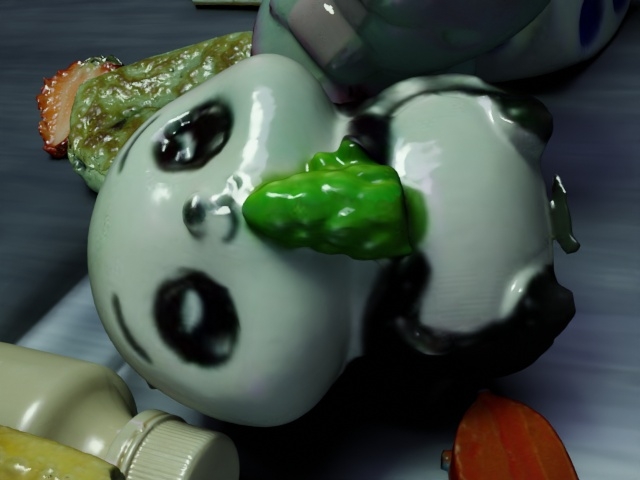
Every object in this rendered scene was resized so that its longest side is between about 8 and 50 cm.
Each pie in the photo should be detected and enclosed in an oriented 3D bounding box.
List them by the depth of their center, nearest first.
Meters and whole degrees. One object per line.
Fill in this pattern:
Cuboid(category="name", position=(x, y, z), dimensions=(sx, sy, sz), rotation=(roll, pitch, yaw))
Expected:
Cuboid(category="pie", position=(-0.150, -0.134, 0.807), dimensions=(0.241, 0.054, 0.240), rotation=(-8, 51, 10))

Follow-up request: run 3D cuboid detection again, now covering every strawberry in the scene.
Cuboid(category="strawberry", position=(-0.272, -0.152, 0.900), dimensions=(0.104, 0.048, 0.152), rotation=(8, 60, 16))

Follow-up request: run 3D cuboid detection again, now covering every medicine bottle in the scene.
Cuboid(category="medicine bottle", position=(-0.172, 0.126, 0.485), dimensions=(0.252, 0.114, 0.114), rotation=(6, 44, 24))

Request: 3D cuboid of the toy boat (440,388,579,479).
Cuboid(category="toy boat", position=(0.106, 0.145, 0.419), dimensions=(0.069, 0.058, 0.173), rotation=(-13, 33, 2))

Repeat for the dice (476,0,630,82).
Cuboid(category="dice", position=(0.170, -0.321, 0.790), dimensions=(0.251, 0.259, 0.243), rotation=(21, 53, 35))

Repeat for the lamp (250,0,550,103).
Cuboid(category="lamp", position=(0.073, -0.156, 0.628), dimensions=(0.247, 0.301, 0.247), rotation=(45, 60, 0))

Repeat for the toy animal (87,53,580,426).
Cuboid(category="toy animal", position=(0.002, -0.001, 0.466), dimensions=(0.267, 0.212, 0.212), rotation=(-2, 36, -18))

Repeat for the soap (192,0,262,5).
Cuboid(category="soap", position=(-0.093, -0.380, 1.087), dimensions=(0.232, 0.073, 0.140), rotation=(11, 42, 29))

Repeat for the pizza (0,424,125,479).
Cuboid(category="pizza", position=(-0.201, 0.220, 0.347), dimensions=(0.280, 0.075, 0.287), rotation=(-16, 59, 19))
